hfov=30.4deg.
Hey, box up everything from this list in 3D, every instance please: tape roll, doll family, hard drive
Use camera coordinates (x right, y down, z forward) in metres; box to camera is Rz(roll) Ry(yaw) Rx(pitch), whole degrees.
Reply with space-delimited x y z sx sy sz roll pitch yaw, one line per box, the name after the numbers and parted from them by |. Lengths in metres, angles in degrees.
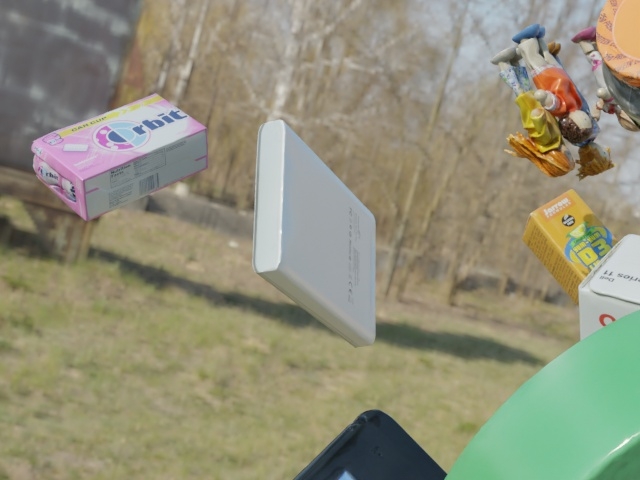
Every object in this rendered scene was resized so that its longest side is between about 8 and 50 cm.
0.216 0.180 0.694 0.321 0.321 0.077 14 23 -29 | tape roll
0.283 -0.151 1.368 0.118 0.163 0.263 -31 -10 37 | doll family
0.000 0.000 1.557 0.040 0.203 0.307 -9 -25 23 | hard drive

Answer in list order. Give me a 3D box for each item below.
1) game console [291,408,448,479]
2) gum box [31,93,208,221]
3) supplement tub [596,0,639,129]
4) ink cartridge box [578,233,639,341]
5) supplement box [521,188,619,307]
0.070 0.395 1.241 0.342 0.060 0.386 48 44 5 | game console
-0.242 -0.101 1.416 0.188 0.062 0.107 -27 46 -33 | gum box
0.284 -0.119 0.876 0.117 0.117 0.190 18 -8 40 | supplement tub
0.278 0.113 0.871 0.153 0.208 0.087 16 40 33 | ink cartridge box
0.367 0.047 1.547 0.233 0.078 0.080 53 -14 25 | supplement box
